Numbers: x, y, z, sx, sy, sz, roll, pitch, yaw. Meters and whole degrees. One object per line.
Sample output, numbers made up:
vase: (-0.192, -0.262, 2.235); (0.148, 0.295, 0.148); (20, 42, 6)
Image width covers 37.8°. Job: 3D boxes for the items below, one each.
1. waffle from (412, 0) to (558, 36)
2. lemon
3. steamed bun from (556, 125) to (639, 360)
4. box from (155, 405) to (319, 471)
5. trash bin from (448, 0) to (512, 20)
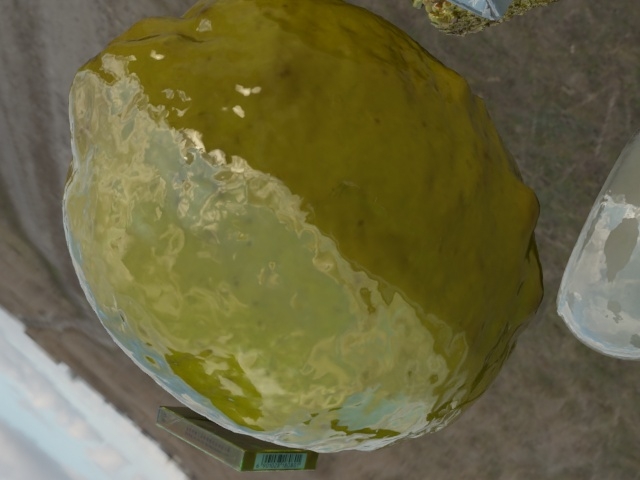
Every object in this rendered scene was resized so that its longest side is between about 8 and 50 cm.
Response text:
waffle: (0.223, -0.306, 1.127); (0.197, 0.193, 0.070); (-14, 93, 59)
lemon: (-0.006, -0.003, 0.585); (0.316, 0.285, 0.285); (59, 162, -6)
steamed bun: (0.318, 0.007, 0.829); (0.145, 0.232, 0.232); (27, 161, 22)
box: (-0.109, 0.252, 1.195); (0.121, 0.030, 0.193); (12, -179, -42)
trash bin: (0.101, -0.363, 0.601); (0.296, 0.368, 0.256); (32, -177, 25)
